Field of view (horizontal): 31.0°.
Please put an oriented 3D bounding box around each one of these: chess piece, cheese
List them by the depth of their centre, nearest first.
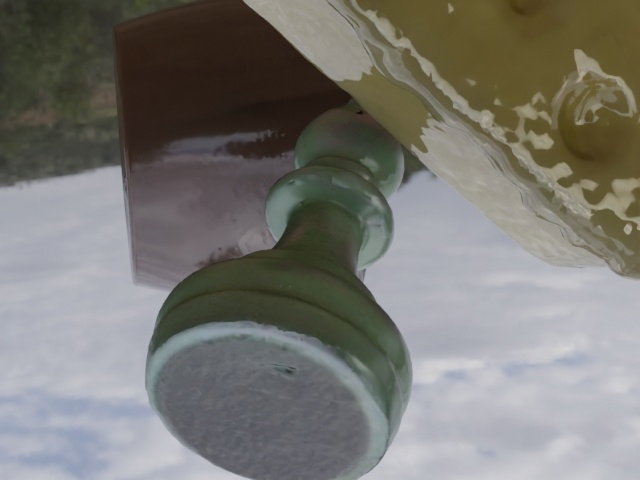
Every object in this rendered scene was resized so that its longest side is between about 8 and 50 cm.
[{"bbox_3d":[0.000,0.000,0.676,0.139,0.139,0.271,-3,-140,19],"label":"chess piece"},{"bbox_3d":[0.134,-0.146,0.678,0.384,0.384,0.104,-10,-174,-26],"label":"cheese"}]

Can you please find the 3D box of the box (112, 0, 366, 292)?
[{"bbox_3d":[-0.080,-0.088,1.078,0.216,0.301,0.301,-3,-172,-12],"label":"box"}]
